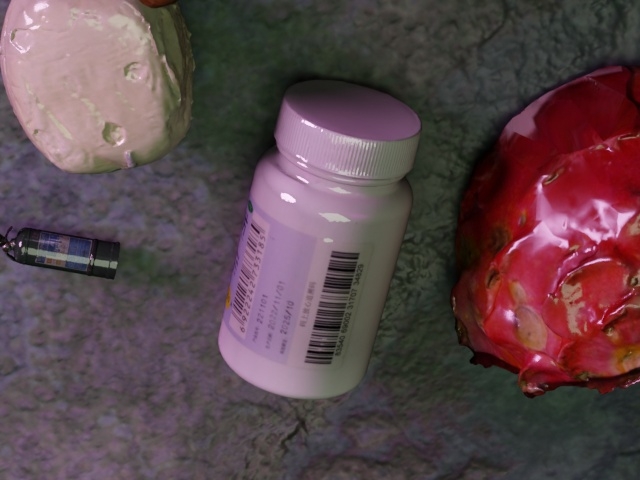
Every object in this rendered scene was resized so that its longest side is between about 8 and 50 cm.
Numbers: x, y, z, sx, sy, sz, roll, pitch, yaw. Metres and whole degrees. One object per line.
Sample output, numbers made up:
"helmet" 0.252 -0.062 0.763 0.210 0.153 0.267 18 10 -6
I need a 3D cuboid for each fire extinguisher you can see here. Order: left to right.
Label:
"fire extinguisher" -0.175 0.009 1.048 0.083 0.025 0.038 11 140 -11

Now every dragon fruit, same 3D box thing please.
"dragon fruit" 0.184 -0.008 1.014 0.261 0.163 0.189 -32 89 13

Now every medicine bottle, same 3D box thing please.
"medicine bottle" 0.000 0.000 1.013 0.102 0.103 0.187 8 118 -9

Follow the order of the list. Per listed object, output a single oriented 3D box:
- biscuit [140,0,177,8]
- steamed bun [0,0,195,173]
"biscuit" -0.068 -0.358 0.777 0.342 0.166 0.395 -31 115 13
"steamed bun" -0.133 -0.110 0.949 0.112 0.091 0.130 -9 121 7
